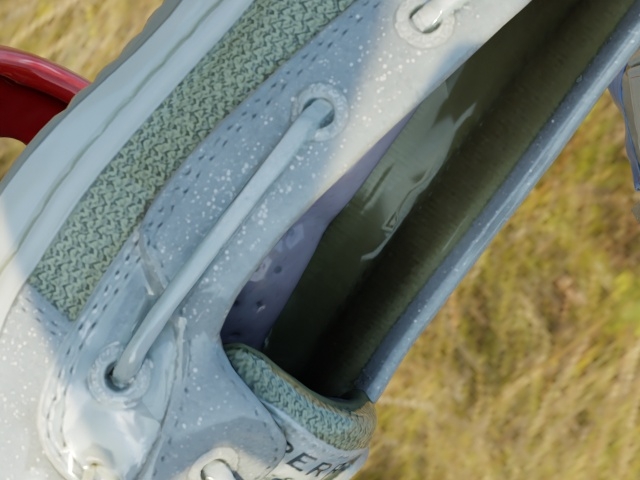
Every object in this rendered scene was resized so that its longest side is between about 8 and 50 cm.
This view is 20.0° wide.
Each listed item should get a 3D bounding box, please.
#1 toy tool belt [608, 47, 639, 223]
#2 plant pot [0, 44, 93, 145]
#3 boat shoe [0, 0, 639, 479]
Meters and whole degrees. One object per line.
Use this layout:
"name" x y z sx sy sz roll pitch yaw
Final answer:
"toy tool belt" 0.116 -0.049 0.617 0.052 0.051 0.083 5 65 -34
"plant pot" -0.143 0.042 0.747 0.191 0.174 0.191 37 25 -21
"boat shoe" 0.002 0.000 0.438 0.103 0.320 0.118 30 -3 28
